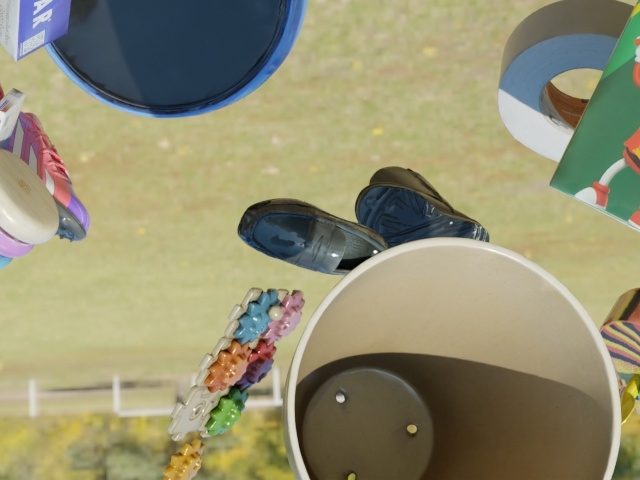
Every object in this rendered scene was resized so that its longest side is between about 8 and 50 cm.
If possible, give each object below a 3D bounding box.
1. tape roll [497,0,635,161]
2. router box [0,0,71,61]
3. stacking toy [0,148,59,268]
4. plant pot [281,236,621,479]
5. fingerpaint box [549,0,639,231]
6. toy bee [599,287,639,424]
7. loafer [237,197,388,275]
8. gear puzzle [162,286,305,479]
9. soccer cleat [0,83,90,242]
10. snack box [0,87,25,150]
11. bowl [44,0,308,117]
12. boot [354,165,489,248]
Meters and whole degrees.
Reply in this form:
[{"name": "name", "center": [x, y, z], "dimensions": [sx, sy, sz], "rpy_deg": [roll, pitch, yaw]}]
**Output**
[{"name": "tape roll", "center": [0.330, -0.193, 1.720], "dimensions": [0.219, 0.072, 0.219], "rpy_deg": [8, 139, 7]}, {"name": "router box", "center": [-0.405, -0.415, 1.621], "dimensions": [0.082, 0.301, 0.335], "rpy_deg": [-35, 170, -23]}, {"name": "stacking toy", "center": [-0.498, 0.026, 1.775], "dimensions": [0.330, 0.141, 0.141], "rpy_deg": [-35, 164, 15]}, {"name": "plant pot", "center": [0.070, 0.150, 1.148], "dimensions": [0.256, 0.256, 0.274], "rpy_deg": [-1, 169, -14]}, {"name": "fingerpaint box", "center": [0.456, -0.178, 1.437], "dimensions": [0.163, 0.371, 0.445], "rpy_deg": [30, -167, 26]}, {"name": "toy bee", "center": [0.402, 0.176, 1.694], "dimensions": [0.195, 0.298, 0.162], "rpy_deg": [-33, -157, -33]}, {"name": "loafer", "center": [0.000, 0.000, 1.685], "dimensions": [0.223, 0.076, 0.078], "rpy_deg": [13, -166, -40]}, {"name": "gear puzzle", "center": [-0.130, 0.216, 1.939], "dimensions": [0.044, 0.339, 0.175], "rpy_deg": [35, -169, 23]}, {"name": "soccer cleat", "center": [-0.419, -0.120, 1.989], "dimensions": [0.116, 0.318, 0.109], "rpy_deg": [-40, 151, -21]}, {"name": "snack box", "center": [-0.428, -0.112, 1.807], "dimensions": [0.022, 0.178, 0.064], "rpy_deg": [27, -147, -3]}, {"name": "bowl", "center": [-0.210, -0.349, 1.859], "dimensions": [0.391, 0.391, 0.077], "rpy_deg": [-3, -161, 6]}, {"name": "boot", "center": [0.118, -0.054, 2.135], "dimensions": [0.246, 0.094, 0.207], "rpy_deg": [18, -166, -31]}]
